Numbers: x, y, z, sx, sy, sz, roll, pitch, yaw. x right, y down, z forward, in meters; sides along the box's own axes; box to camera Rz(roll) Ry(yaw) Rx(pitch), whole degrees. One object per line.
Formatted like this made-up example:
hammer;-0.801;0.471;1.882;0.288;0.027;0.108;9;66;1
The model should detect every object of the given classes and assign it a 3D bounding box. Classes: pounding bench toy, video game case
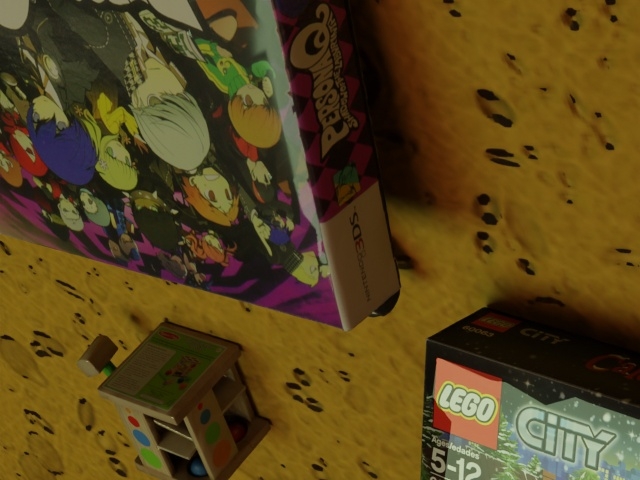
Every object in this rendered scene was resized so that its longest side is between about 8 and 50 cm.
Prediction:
pounding bench toy;-0.077;0.083;0.861;0.083;0.052;0.065;15;138;36
video game case;-0.086;-0.083;0.667;0.232;0.042;0.210;14;129;37

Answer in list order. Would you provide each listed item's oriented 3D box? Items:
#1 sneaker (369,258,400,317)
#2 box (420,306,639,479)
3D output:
sneaker;0.000;0.000;0.711;0.083;0.031;0.035;48;154;8
box;0.142;0.132;0.642;0.233;0.044;0.159;16;116;35
